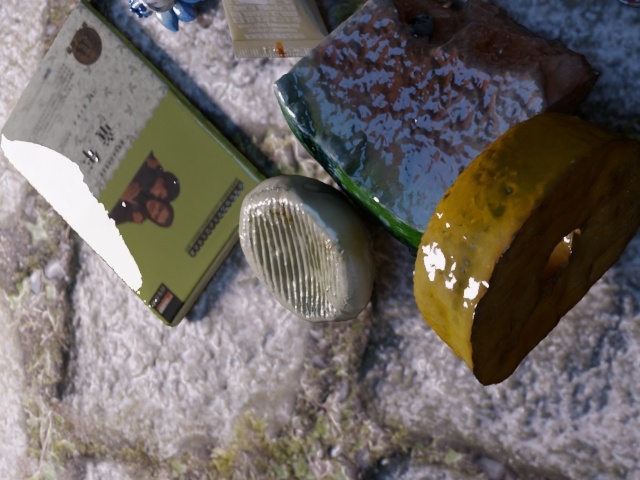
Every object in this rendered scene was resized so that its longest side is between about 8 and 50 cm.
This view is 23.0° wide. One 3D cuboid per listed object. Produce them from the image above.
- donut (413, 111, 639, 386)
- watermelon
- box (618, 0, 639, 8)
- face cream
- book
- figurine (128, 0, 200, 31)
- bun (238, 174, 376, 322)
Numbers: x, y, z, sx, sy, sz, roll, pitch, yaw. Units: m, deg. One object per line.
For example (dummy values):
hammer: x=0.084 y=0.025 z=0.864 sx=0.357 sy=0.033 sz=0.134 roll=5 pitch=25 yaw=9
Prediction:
donut: x=0.199 y=-0.001 z=1.512 sx=0.108 sy=0.277 sz=0.278 roll=36 pitch=117 yaw=29
watermelon: x=0.097 y=-0.117 z=1.617 sx=0.264 sy=0.151 sz=0.302 roll=40 pitch=118 yaw=20
box: x=0.270 y=-0.370 z=1.449 sx=0.193 sy=0.167 sz=0.294 roll=38 pitch=117 yaw=23
face cream: x=-0.085 y=-0.347 z=1.689 sx=0.137 sy=0.084 sz=0.341 roll=3 pitch=126 yaw=31
book: x=-0.235 y=-0.097 z=1.904 sx=0.352 sy=0.035 sz=0.239 roll=45 pitch=117 yaw=18
figurine: x=-0.176 y=-0.300 z=1.798 sx=0.114 sy=0.079 sz=0.114 roll=10 pitch=127 yaw=14
bun: x=0.000 y=0.000 z=1.729 sx=0.183 sy=0.102 sz=0.183 roll=28 pitch=138 yaw=29
